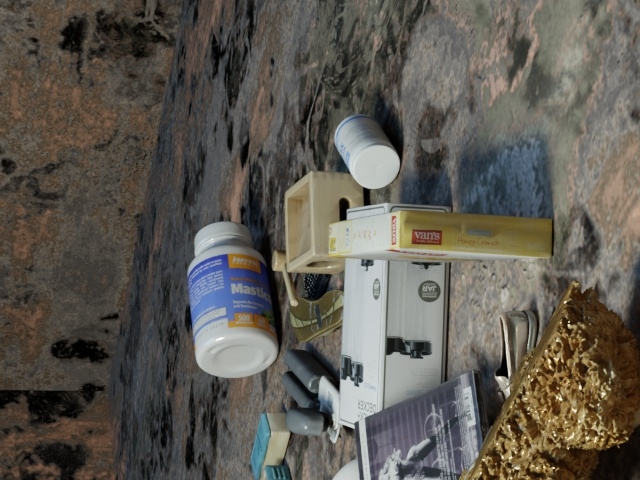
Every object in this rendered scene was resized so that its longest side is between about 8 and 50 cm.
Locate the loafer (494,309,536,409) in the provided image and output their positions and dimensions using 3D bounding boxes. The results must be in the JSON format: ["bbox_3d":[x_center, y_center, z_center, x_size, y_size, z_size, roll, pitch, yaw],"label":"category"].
[{"bbox_3d":[0.200,0.134,1.377,0.045,0.039,0.125,-147,61,-70],"label":"loafer"}]

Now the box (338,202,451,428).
[{"bbox_3d":[0.092,0.101,1.653,0.169,0.087,0.289,179,93,-73],"label":"box"}]

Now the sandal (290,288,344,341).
[{"bbox_3d":[0.008,0.116,2.009,0.180,0.049,0.072,-24,70,55],"label":"sandal"}]

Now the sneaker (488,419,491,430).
[{"bbox_3d":[0.128,0.287,1.509,0.227,0.087,0.130,141,136,-61],"label":"sneaker"}]

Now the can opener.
[{"bbox_3d":[-0.027,0.236,2.008,0.283,0.095,0.076,-145,60,-70],"label":"can opener"}]

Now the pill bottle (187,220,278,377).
[{"bbox_3d":[-0.166,0.103,2.387,0.152,0.152,0.272,114,153,-49],"label":"pill bottle"}]

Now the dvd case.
[{"bbox_3d":[0.114,0.253,1.431,0.221,0.018,0.164,-33,56,48],"label":"dvd case"}]

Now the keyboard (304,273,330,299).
[{"bbox_3d":[-0.007,0.020,2.077,0.192,0.038,0.100,111,155,-44],"label":"keyboard"}]

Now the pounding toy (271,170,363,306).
[{"bbox_3d":[-0.002,0.010,1.956,0.206,0.094,0.181,146,124,-67],"label":"pounding toy"}]

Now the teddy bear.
[{"bbox_3d":[0.203,0.203,1.184,0.338,0.113,0.245,-65,-4,15],"label":"teddy bear"}]

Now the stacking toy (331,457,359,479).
[{"bbox_3d":[0.039,0.483,1.557,0.350,0.351,0.479,123,165,-59],"label":"stacking toy"}]

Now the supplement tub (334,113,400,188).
[{"bbox_3d":[0.064,-0.126,1.810,0.107,0.071,0.071,-114,32,-58],"label":"supplement tub"}]

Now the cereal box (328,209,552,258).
[{"bbox_3d":[0.124,-0.002,1.423,0.240,0.173,0.047,174,98,-74],"label":"cereal box"}]

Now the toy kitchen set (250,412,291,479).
[{"bbox_3d":[-0.130,0.405,2.194,0.207,0.166,0.122,-109,28,-50],"label":"toy kitchen set"}]
